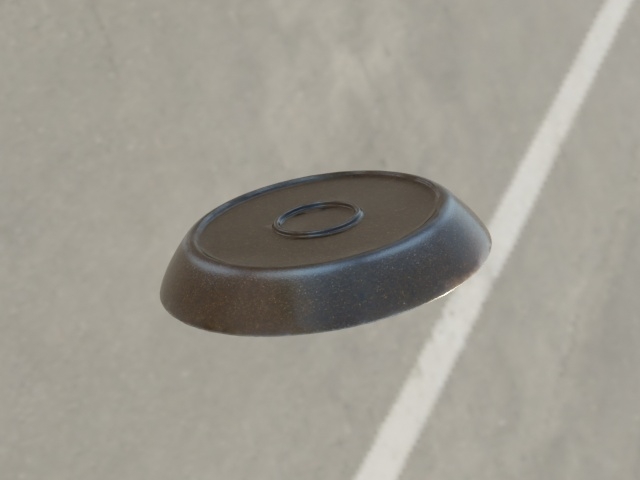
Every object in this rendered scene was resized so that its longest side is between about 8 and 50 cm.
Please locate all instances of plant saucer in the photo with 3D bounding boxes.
[{"bbox_3d":[0.000,0.000,0.866,0.168,0.168,0.029,-50,133,-60],"label":"plant saucer"}]
